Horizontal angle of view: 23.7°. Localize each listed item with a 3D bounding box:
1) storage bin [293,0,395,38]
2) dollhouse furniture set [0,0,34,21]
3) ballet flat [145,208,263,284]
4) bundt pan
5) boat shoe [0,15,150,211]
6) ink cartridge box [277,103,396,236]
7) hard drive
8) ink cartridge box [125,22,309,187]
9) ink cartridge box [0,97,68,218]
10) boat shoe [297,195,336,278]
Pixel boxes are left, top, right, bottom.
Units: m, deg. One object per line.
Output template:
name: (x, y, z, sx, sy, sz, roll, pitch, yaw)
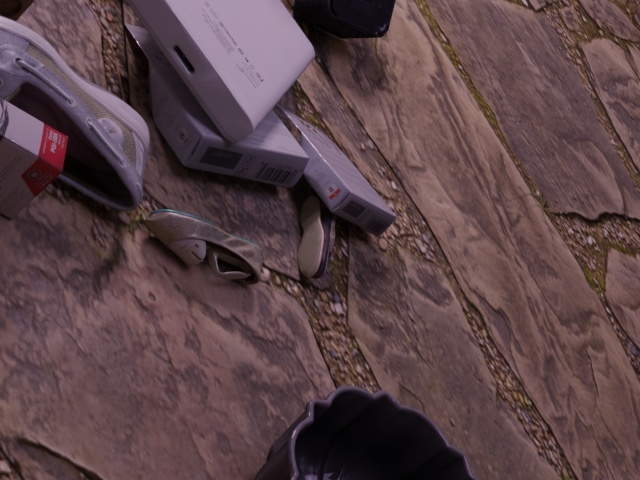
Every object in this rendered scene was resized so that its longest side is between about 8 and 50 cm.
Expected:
storage bin: (0.047, -0.395, 2.237, 0.122, 0.084, 0.180, 18, 82, -40)
dollhouse furniture set: (-0.352, -0.253, 1.655, 0.144, 0.151, 0.123, 15, 49, -40)
ballet flat: (-0.129, 0.010, 1.764, 0.168, 0.057, 0.052, 20, 55, -38)
bundt pan: (0.052, 0.328, 1.624, 0.331, 0.124, 0.331, 31, 38, -28)
boat shoe: (-0.313, -0.138, 1.630, 0.320, 0.118, 0.103, 34, 35, -37)
ink cartridge box: (0.009, -0.092, 2.013, 0.179, 0.045, 0.145, 48, 11, 28)
hard drive: (-0.122, -0.277, 1.951, 0.233, 0.047, 0.353, 54, 22, -11)
ink cartridge box: (-0.141, -0.170, 1.937, 0.189, 0.066, 0.232, 9, 32, -46)
ink cartridge box: (-0.343, -0.096, 1.565, 0.135, 0.099, 0.056, 32, 39, -29)
boat shoe: (0.000, 0.000, 1.934, 0.043, 0.049, 0.137, 34, 33, -28)
